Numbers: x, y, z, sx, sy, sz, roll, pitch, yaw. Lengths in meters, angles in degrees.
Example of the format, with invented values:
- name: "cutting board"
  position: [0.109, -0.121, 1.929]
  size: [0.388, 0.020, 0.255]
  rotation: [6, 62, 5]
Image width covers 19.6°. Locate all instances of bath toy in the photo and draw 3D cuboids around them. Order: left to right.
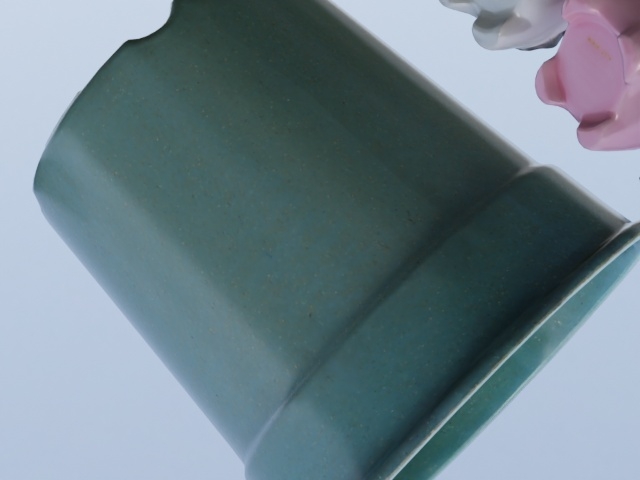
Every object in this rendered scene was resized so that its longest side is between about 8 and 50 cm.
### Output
- name: "bath toy"
  position: [0.180, -0.122, 0.972]
  size: [0.129, 0.151, 0.348]
  rotation: [-10, -129, -34]

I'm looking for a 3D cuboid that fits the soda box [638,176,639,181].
- name: "soda box"
  position: [0.346, -0.007, 1.385]
  size: [0.210, 0.071, 0.067]
  rotation: [34, -98, 24]

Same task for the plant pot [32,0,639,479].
- name: "plant pot"
  position: [0.000, 0.000, 1.301]
  size: [0.334, 0.341, 0.341]
  rotation: [45, -139, 11]
